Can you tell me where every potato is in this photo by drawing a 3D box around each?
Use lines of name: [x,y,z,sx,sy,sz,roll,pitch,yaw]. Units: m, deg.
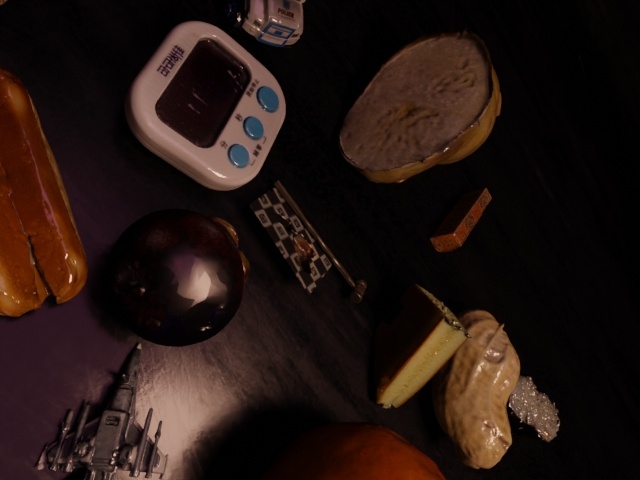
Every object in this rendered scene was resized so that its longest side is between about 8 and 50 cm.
potato: [0.268,-0.252,1.006,0.396,0.290,0.296,-62,145,-9]

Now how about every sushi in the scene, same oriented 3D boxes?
sushi: [0.487,0.422,1.068,0.213,0.115,0.147,40,55,-21]
sushi: [-0.062,-0.004,0.812,0.200,0.031,0.139,58,29,-9]

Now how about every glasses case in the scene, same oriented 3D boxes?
glasses case: [0.370,-0.054,1.121,0.218,0.075,0.049,-45,109,-35]

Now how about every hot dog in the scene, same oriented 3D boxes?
hot dog: [-0.402,-0.073,0.539,0.135,0.100,0.336,-21,93,-46]

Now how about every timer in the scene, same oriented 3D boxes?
timer: [-0.188,-0.227,0.741,0.237,0.087,0.261,34,60,-26]

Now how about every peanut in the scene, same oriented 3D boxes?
peanut: [0.338,0.312,0.956,0.174,0.158,0.339,20,66,10]

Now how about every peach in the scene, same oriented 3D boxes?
peach: [0.061,0.434,0.620,0.302,0.343,0.342,-31,98,-20]

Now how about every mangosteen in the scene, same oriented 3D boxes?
mangosteen: [-0.190,0.044,0.627,0.194,0.194,0.230,62,26,-7]

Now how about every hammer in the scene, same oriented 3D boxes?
hammer: [0.000,0.000,0.854,0.292,0.029,0.058,53,27,-12]

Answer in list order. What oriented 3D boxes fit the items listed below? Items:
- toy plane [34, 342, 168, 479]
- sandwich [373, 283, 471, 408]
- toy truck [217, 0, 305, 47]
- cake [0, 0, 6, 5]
toy plane: [-0.274,0.252,0.567,0.160,0.082,0.233,9,72,-7]
sandwich: [0.186,0.225,0.891,0.122,0.128,0.235,31,105,-27]
toy truck: [-0.092,-0.493,0.821,0.161,0.177,0.212,-4,81,-38]
cake: [-0.430,-0.465,0.604,0.135,0.112,0.245,39,59,-20]
